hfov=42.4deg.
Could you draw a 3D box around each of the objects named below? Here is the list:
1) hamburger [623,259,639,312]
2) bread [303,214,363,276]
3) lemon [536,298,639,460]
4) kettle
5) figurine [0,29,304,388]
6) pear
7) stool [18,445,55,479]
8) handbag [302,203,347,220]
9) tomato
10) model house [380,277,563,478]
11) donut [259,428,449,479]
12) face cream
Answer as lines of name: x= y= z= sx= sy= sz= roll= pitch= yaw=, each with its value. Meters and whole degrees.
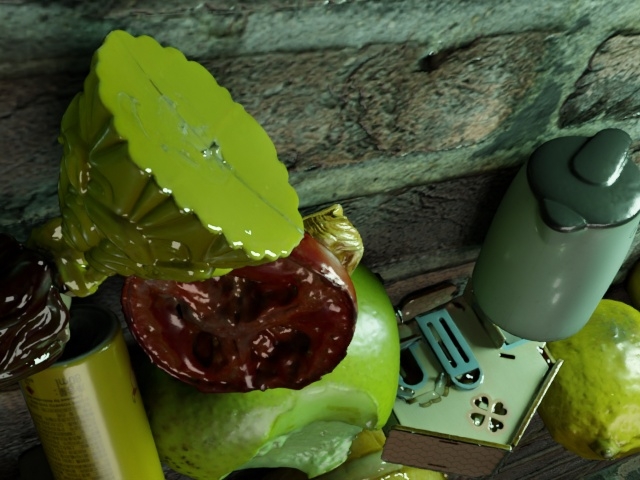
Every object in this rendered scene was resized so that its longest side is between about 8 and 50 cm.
hamburger: x=0.759 y=0.091 z=1.418 sx=0.395 sy=0.277 sz=0.396 roll=-22 pitch=150 yaw=-13
bread: x=-0.006 y=0.021 z=0.853 sx=0.083 sy=0.044 sz=0.111 roll=5 pitch=132 yaw=-27
lemon: x=0.475 y=0.237 z=1.396 sx=0.253 sy=0.310 sz=0.254 roll=3 pitch=129 yaw=4
kettle: x=0.300 y=-0.024 z=1.002 sx=0.221 sy=0.161 sz=0.236 roll=-45 pitch=157 yaw=-30
figurine: x=-0.192 y=0.010 z=0.645 sx=0.315 sy=0.168 sz=0.187 roll=-34 pitch=135 yaw=27
pear: x=-0.070 y=0.170 z=0.949 sx=0.281 sy=0.176 sz=0.286 roll=2 pitch=137 yaw=-39
stool: x=-0.339 y=0.439 z=1.077 sx=0.310 sy=0.226 sz=0.310 roll=-33 pitch=151 yaw=9
handbag: x=0.000 y=0.000 z=0.891 sx=0.061 sy=0.027 sz=0.083 roll=-20 pitch=144 yaw=-8
tomato: x=-0.079 y=0.049 z=0.789 sx=0.227 sy=0.101 sz=0.228 roll=1 pitch=131 yaw=1
model house: x=0.181 y=0.207 z=1.146 sx=0.326 sy=0.244 sz=0.169 roll=-17 pitch=150 yaw=-18
donut: x=0.037 y=0.497 z=1.507 sx=0.448 sy=0.198 sz=0.449 roll=-21 pitch=148 yaw=-14
face cream: x=-0.217 y=0.235 z=0.845 sx=0.105 sy=0.105 sz=0.349 roll=-18 pitch=121 yaw=-18
